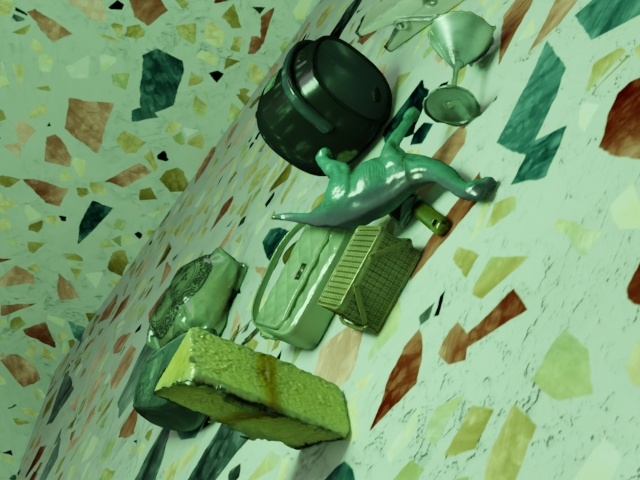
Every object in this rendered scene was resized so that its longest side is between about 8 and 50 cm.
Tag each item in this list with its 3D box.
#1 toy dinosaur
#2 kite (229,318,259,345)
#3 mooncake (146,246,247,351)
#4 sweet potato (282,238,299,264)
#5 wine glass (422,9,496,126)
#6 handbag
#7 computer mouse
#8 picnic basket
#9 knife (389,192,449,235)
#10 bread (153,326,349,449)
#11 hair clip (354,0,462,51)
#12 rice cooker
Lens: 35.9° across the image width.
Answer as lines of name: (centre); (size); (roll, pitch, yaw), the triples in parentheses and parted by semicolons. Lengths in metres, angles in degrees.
toy dinosaur: (0.083, -0.059, 1.589); (0.383, 0.129, 0.331); (-32, 26, 13)
kite: (-0.190, 0.246, 2.109); (0.244, 0.006, 0.198); (-43, 23, 41)
mooncake: (-0.308, 0.156, 2.374); (0.254, 0.136, 0.250); (-37, 24, 50)
sweet potato: (0.000, 0.003, 1.906); (0.233, 0.062, 0.081); (-39, 25, 41)
wine glass: (0.231, -0.289, 1.671); (0.122, 0.122, 0.183); (-41, 29, 45)
handbag: (-0.040, 0.065, 1.790); (0.219, 0.079, 0.256); (12, 71, 54)
computer mouse: (-0.281, 0.294, 2.083); (0.374, 0.114, 0.203); (-27, 45, 57)
picnic basket: (0.075, 0.059, 1.559); (0.164, 0.079, 0.115); (-61, 17, -8)
knife: (0.144, -0.053, 1.649); (0.061, 0.027, 0.343); (-59, 17, 8)
bread: (-0.098, 0.226, 1.448); (0.178, 0.266, 0.142); (-42, 28, 45)
hair clip: (0.204, -0.506, 2.144); (0.331, 0.101, 0.085); (-19, 39, 61)
rice cooker: (0.000, -0.277, 2.060); (0.224, 0.267, 0.267); (-39, 26, 39)
